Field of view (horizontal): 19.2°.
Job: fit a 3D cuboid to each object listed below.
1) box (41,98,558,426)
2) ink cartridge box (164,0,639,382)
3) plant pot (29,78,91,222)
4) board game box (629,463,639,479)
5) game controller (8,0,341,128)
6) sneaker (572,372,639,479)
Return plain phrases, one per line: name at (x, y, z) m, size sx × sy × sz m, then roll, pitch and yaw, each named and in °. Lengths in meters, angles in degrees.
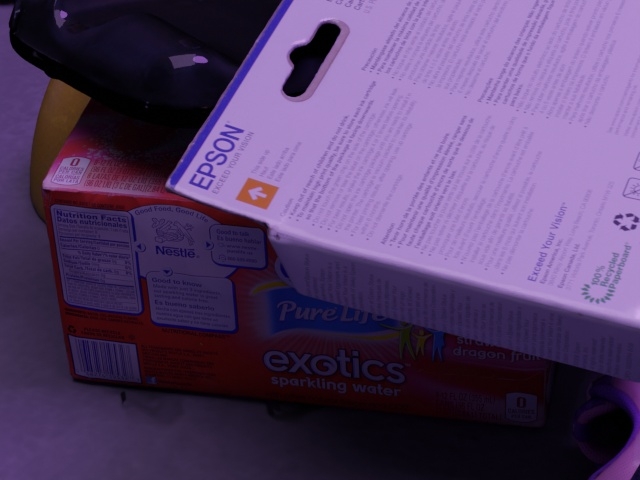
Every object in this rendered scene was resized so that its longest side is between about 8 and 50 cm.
box at (0.000, 0.000, 0.975) m, size 0.256 × 0.128 × 0.123 m, roll 5°, pitch 37°, yaw 11°
ink cartridge box at (0.072, -0.051, 0.880) m, size 0.224 × 0.045 × 0.223 m, roll 16°, pitch 48°, yaw 15°
plant pot at (-0.109, -0.074, 1.108) m, size 0.134 × 0.095 × 0.134 m, roll -1°, pitch 36°, yaw 1°
board game box at (0.230, 0.113, 0.746) m, size 0.194 × 0.060 × 0.194 m, roll 33°, pitch 92°, yaw 26°
game controller at (-0.002, -0.118, 1.014) m, size 0.319 × 0.067 × 0.166 m, roll -16°, pitch 41°, yaw -37°
sneaker at (0.175, 0.071, 0.904) m, size 0.104 × 0.095 × 0.236 m, roll -1°, pitch 37°, yaw 16°
